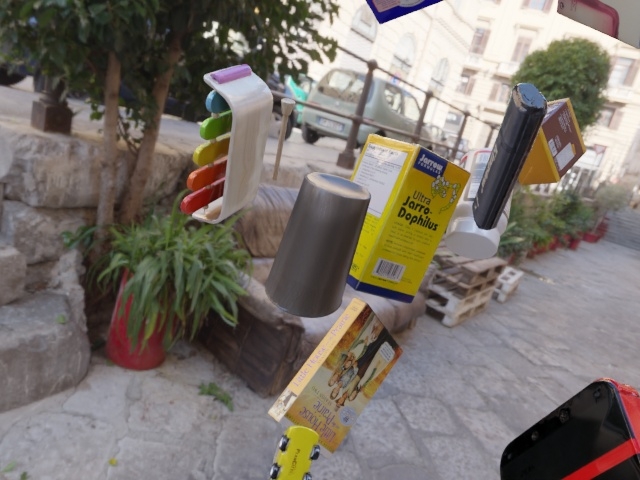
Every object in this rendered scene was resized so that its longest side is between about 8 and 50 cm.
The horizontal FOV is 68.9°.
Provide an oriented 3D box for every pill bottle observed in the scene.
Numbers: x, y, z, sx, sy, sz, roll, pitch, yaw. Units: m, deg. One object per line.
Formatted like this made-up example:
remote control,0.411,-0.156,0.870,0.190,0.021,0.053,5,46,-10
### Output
pill bottle,0.441,-0.101,1.290,0.161,0.283,0.161,17,-27,9

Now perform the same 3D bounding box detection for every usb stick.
usb stick,0.298,-0.123,0.759,0.045,0.278,0.077,-4,53,0

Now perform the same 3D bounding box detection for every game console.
game console,0.488,0.482,0.903,0.060,0.387,0.342,26,36,-3

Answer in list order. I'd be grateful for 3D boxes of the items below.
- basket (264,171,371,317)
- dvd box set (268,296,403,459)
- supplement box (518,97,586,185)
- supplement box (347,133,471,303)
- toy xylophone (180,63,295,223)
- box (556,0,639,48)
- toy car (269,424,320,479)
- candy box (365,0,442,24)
basket,0.000,0.000,0.879,0.154,0.227,0.204,21,22,7
dvd box set,0.065,0.424,1.426,0.062,0.420,0.308,20,-27,47
supplement box,0.709,-0.310,1.477,0.194,0.191,0.129,-40,21,-24
supplement box,0.175,-0.054,1.160,0.195,0.357,0.194,17,10,-34
toy xylophone,-0.159,-0.179,0.925,0.081,0.323,0.236,29,30,16
box,0.565,-0.458,0.836,0.148,0.127,0.232,-17,43,-3
toy car,-0.056,0.422,0.702,0.225,0.239,0.053,53,-10,-6
candy box,0.244,-0.637,0.972,0.268,0.317,0.122,-3,-30,38
